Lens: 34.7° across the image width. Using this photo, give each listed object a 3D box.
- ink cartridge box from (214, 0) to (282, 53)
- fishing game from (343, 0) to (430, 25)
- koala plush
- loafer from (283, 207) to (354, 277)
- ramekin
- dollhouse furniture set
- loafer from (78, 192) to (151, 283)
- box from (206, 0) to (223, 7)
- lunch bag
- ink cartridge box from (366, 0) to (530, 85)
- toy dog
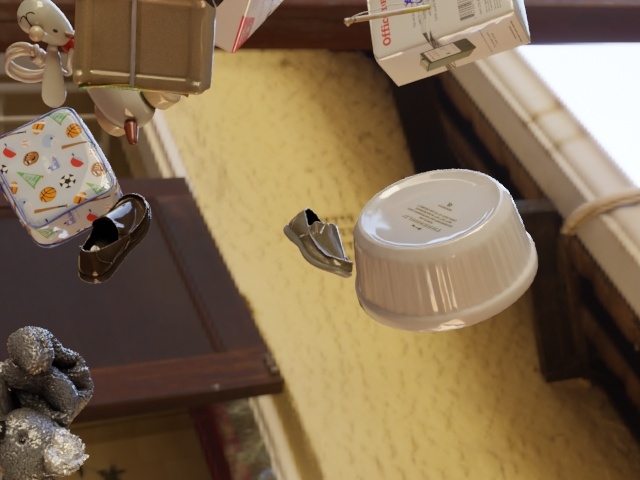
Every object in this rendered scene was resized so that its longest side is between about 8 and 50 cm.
[{"bbox_3d":[-0.126,-0.482,1.871,0.237,0.100,0.172,-57,175,-42],"label":"ink cartridge box"},{"bbox_3d":[0.132,-0.364,1.262,0.041,0.189,0.264,65,-23,18],"label":"fishing game"},{"bbox_3d":[-0.435,0.284,1.560,0.196,0.203,0.221,-30,-130,17],"label":"koala plush"},{"bbox_3d":[0.000,0.000,2.288,0.251,0.094,0.087,42,-73,47],"label":"loafer"},{"bbox_3d":[0.172,0.003,1.494,0.273,0.272,0.127,43,-25,56],"label":"ramekin"},{"bbox_3d":[-0.245,-0.369,1.502,0.151,0.197,0.302,-92,-173,-76],"label":"dollhouse furniture set"},{"bbox_3d":[-0.370,-0.018,1.858,0.220,0.080,0.078,-69,165,-45],"label":"loafer"},{"bbox_3d":[-0.134,-0.481,1.147,0.296,0.294,0.183,44,-5,9],"label":"box"},{"bbox_3d":[-0.593,-0.142,2.272,0.303,0.243,0.115,55,-11,29],"label":"lunch bag"},{"bbox_3d":[0.250,-0.461,2.047,0.289,0.121,0.211,-15,-118,22],"label":"ink cartridge box"},{"bbox_3d":[-0.420,-0.289,1.889,0.220,0.333,0.161,-49,-149,37],"label":"toy dog"}]
